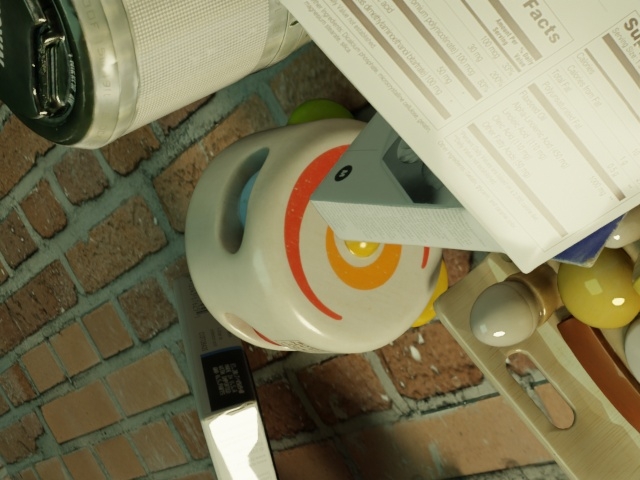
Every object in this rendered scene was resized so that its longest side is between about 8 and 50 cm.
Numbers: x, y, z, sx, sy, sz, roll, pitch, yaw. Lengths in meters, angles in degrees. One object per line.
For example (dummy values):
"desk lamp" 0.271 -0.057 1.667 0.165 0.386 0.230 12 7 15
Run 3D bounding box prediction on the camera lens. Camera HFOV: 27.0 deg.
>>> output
"camera lens" -0.135 -0.212 1.037 0.219 0.274 0.219 36 142 35

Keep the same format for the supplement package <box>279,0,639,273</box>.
"supplement package" 0.089 -0.156 0.691 0.204 0.145 0.262 44 -157 -31

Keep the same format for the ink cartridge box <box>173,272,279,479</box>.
"ink cartridge box" -0.081 0.228 1.399 0.303 0.072 0.307 -118 12 -64

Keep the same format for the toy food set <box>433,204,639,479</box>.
"toy food set" 0.206 0.049 0.932 0.220 0.092 0.306 51 149 15

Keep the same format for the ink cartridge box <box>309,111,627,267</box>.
"ink cartridge box" 0.127 -0.086 0.815 0.224 0.223 0.045 6 142 53

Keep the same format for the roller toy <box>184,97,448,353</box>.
"roller toy" 0.000 0.000 1.097 0.146 0.191 0.209 -3 112 56
